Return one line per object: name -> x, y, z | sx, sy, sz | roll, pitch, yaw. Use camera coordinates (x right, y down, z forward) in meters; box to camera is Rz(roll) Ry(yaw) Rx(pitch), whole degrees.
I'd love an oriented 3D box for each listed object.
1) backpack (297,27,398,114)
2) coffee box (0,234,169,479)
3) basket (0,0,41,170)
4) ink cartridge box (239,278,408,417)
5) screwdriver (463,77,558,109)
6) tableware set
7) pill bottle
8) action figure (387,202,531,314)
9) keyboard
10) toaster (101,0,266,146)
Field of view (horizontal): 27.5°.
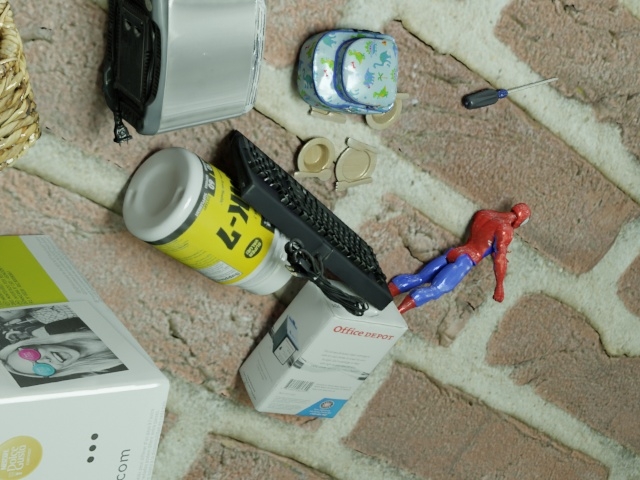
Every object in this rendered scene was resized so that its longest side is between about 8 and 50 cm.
backpack -> 0.036, -0.206, 1.580 | 0.114, 0.084, 0.105 | 1, 94, -26
coffee box -> -0.403, 0.216, 1.371 | 0.334, 0.338, 0.337 | -2, 118, -33
basket -> -0.427, -0.157, 1.193 | 0.299, 0.213, 0.223 | -22, 134, -22
ink cartridge box -> 0.003, 0.147, 1.758 | 0.140, 0.082, 0.190 | 12, 125, -40
screwdriver -> 0.266, -0.208, 1.793 | 0.170, 0.024, 0.025 | -20, 156, -26
tableware set -> 0.034, -0.138, 1.674 | 0.141, 0.020, 0.168 | 3, 115, -37
pill bottle -> -0.125, -0.017, 1.570 | 0.208, 0.119, 0.119 | 33, 96, -44
action figure -> 0.204, 0.060, 1.872 | 0.280, 0.091, 0.139 | -40, 126, -7
keyboard -> 0.000, 0.000, 1.620 | 0.033, 0.201, 0.317 | -32, 137, 19
toaster -> -0.149, -0.210, 1.426 | 0.147, 0.129, 0.226 | -12, 122, -32
